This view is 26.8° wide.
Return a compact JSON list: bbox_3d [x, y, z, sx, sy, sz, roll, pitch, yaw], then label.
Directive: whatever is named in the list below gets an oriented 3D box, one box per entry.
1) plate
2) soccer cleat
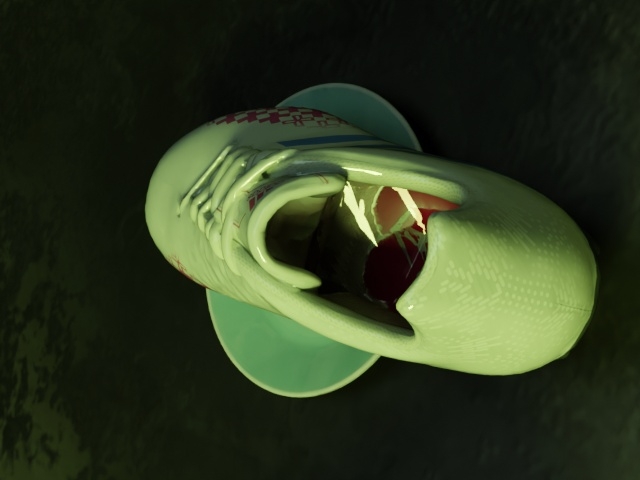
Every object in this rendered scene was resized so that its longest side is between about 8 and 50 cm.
[{"bbox_3d":[0.000,0.000,0.797,0.188,0.024,0.188,-14,70,43],"label":"plate"},{"bbox_3d":[-0.012,-0.016,0.692,0.331,0.143,0.116,15,91,46],"label":"soccer cleat"}]
